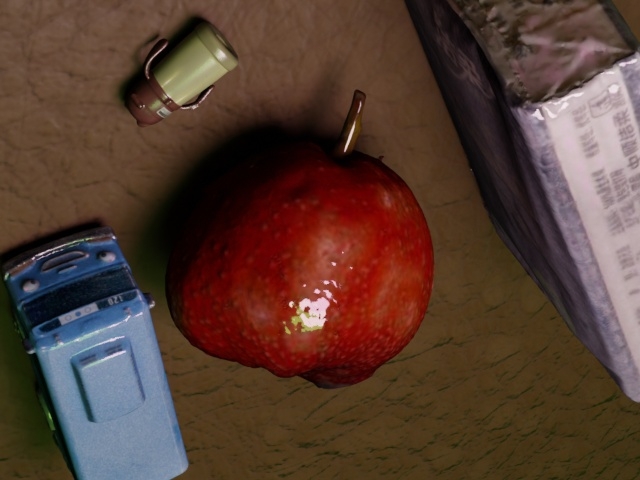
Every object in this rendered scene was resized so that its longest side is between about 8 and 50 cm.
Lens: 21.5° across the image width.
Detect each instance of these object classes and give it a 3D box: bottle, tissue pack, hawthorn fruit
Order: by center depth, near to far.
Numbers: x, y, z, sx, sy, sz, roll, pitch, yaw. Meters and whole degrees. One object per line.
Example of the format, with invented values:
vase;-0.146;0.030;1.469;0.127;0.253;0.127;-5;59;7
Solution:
bottle;-0.120;-0.136;1.402;0.101;0.047;0.063;-38;99;10
tissue pack;0.207;-0.080;1.458;0.124;0.288;0.394;-30;136;-3
hawthorn fruit;0.000;0.000;1.474;0.230;0.210;0.266;15;106;-34

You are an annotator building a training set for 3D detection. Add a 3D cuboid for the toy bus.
toy bus;-0.197;0.116;1.503;0.116;0.133;0.234;-20;134;-12
